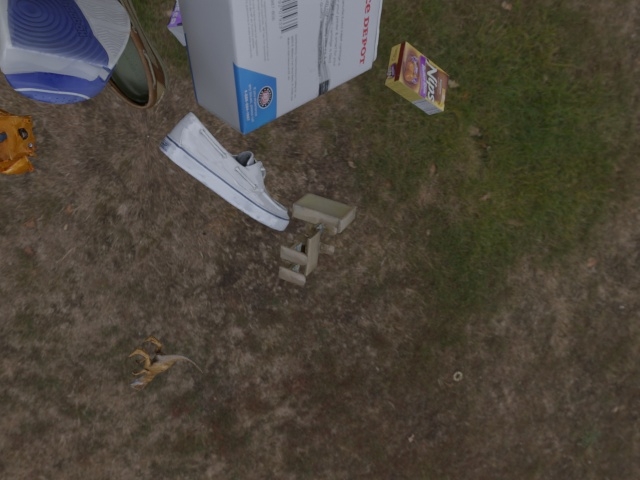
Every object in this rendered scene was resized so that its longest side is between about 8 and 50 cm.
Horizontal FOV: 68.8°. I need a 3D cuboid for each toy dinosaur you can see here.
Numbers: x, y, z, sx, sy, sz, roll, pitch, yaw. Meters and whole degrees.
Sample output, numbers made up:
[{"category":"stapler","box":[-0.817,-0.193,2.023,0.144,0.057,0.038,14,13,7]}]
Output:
[{"category":"toy dinosaur","box":[-0.350,0.264,1.031,0.211,0.064,0.112,-30,106,28]}]

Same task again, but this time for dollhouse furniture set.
[{"category":"dollhouse furniture set","box":[0.000,0.000,1.435,0.212,0.161,0.242,-44,147,-52]}]

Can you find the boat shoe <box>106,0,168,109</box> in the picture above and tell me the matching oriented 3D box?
[{"category":"boat shoe","box":[-0.357,-0.358,0.756,0.123,0.120,0.324,-28,126,6]}]

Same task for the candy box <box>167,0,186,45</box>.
[{"category":"candy box","box":[-0.255,-0.571,1.109,0.070,0.165,0.196,43,53,-62]}]

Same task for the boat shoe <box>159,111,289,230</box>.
[{"category":"boat shoe","box":[-0.130,-0.104,0.759,0.084,0.095,0.258,-51,132,3]}]

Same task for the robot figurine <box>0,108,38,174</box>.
[{"category":"robot figurine","box":[-0.431,-0.075,0.415,0.211,0.291,0.085,12,115,21]}]

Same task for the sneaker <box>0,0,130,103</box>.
[{"category":"sneaker","box":[-0.335,-0.252,0.583,0.127,0.315,0.182,4,140,-38]}]

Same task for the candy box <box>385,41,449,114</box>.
[{"category":"candy box","box":[0.256,-0.420,1.223,0.187,0.053,0.109,18,79,-39]}]

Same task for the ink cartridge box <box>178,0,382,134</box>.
[{"category":"ink cartridge box","box":[-0.062,-0.436,0.932,0.395,0.166,0.285,-36,149,-30]}]
